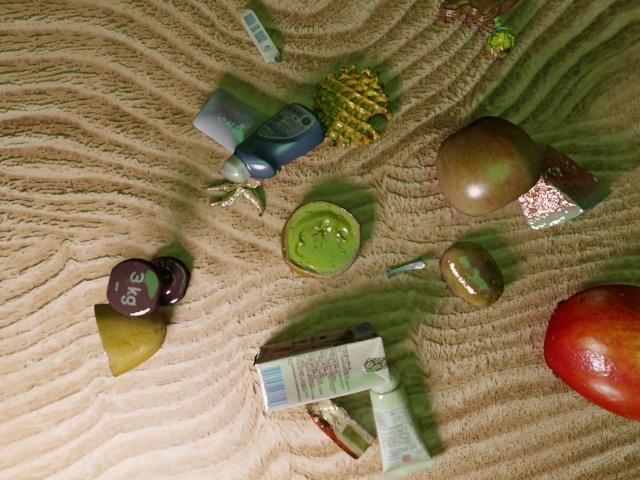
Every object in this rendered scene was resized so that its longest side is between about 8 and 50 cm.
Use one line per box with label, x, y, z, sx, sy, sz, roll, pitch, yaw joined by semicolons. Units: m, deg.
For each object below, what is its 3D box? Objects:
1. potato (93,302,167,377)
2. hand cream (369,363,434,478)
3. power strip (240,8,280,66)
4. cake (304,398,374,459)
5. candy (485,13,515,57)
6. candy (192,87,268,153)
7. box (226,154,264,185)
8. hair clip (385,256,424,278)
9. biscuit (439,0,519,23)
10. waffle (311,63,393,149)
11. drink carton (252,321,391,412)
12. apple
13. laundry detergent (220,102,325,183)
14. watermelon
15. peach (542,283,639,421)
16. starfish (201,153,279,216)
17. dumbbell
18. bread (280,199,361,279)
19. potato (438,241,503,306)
potato;-0.490;0.248;1.106;0.158;0.178;0.204;-11;101;-23
hand cream;0.208;0.498;1.155;0.147;0.093;0.306;-16;91;-1
power strip;-0.170;-0.576;1.193;0.047;0.030;0.191;-32;90;-2
cake;0.060;0.511;1.136;0.086;0.117;0.220;-44;89;-9
candy;0.514;-0.654;1.208;0.077;0.073;0.262;-2;82;20
candy;-0.249;-0.329;1.163;0.174;0.071;0.138;34;82;-1
box;-0.207;-0.195;1.151;0.115;0.025;0.048;26;76;4
hair clip;0.243;0.079;1.191;0.115;0.039;0.030;-19;84;0
biscuit;0.467;-0.729;1.186;0.290;0.041;0.208;-34;71;-1
waffle;0.089;-0.380;1.190;0.228;0.051;0.232;-16;89;1
drink carton;0.000;0.326;1.098;0.324;0.194;0.132;-13;91;-3
apple;0.431;-0.196;1.097;0.256;0.257;0.234;-27;87;-2
laundry detergent;-0.131;-0.245;1.118;0.290;0.094;0.143;-40;67;-15
watermelon;0.642;-0.169;1.183;0.193;0.140;0.257;-32;82;-10
peach;0.773;0.283;1.068;0.370;0.370;0.370;0;89;-2
starfish;-0.224;-0.162;1.181;0.223;0.050;0.217;-20;81;-7
dumbbell;-0.431;0.111;1.071;0.124;0.225;0.140;14;91;1
bread;0.000;0.000;1.168;0.236;0.070;0.236;0;90;-3
potato;0.431;0.096;1.178;0.164;0.081;0.200;-39;88;-1
